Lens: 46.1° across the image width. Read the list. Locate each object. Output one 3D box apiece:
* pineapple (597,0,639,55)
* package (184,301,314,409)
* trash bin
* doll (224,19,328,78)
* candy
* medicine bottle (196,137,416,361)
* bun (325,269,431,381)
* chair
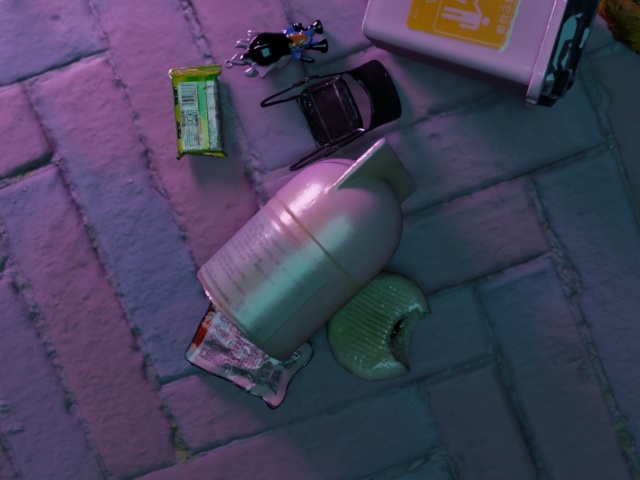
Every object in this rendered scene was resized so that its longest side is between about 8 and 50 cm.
[{"bbox_3d":[0.603,-0.440,1.343,0.164,0.140,0.250,-36,93,4],"label":"pineapple"},{"bbox_3d":[-0.141,0.222,1.504,0.232,0.040,0.166,28,95,5],"label":"package"},{"bbox_3d":[0.279,-0.387,1.314,0.367,0.296,0.256,17,100,13],"label":"trash bin"},{"bbox_3d":[-0.085,-0.355,1.400,0.195,0.070,0.096,-17,82,-4],"label":"doll"},{"bbox_3d":[-0.233,-0.243,1.437,0.102,0.032,0.178,-4,97,-2],"label":"candy"},{"bbox_3d":[0.000,0.000,1.364,0.406,0.236,0.236,-44,95,3],"label":"medicine bottle"},{"bbox_3d":[0.117,0.168,1.444,0.212,0.126,0.204,-40,70,1],"label":"bun"},{"bbox_3d":[0.028,-0.242,1.400,0.145,0.221,0.140,-16,102,46],"label":"chair"}]
